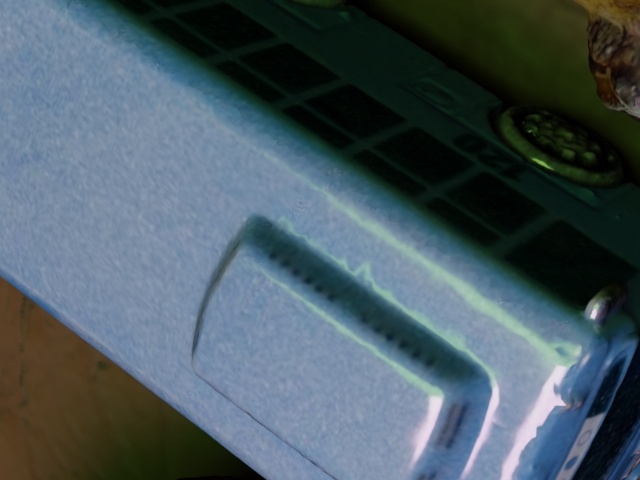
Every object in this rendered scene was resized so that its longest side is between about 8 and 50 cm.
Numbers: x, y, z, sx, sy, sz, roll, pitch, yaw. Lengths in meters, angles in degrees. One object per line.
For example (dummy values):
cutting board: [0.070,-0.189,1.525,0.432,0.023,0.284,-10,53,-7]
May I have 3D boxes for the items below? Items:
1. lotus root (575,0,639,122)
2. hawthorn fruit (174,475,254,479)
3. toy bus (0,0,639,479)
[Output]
lotus root: [0.098,-0.124,0.448,0.113,0.088,0.192,12,111,22]
hawthorn fruit: [-0.029,0.223,0.565,0.230,0.210,0.266,-21,104,32]
toy bus: [0.000,0.000,0.517,0.234,0.133,0.116,35,119,20]
